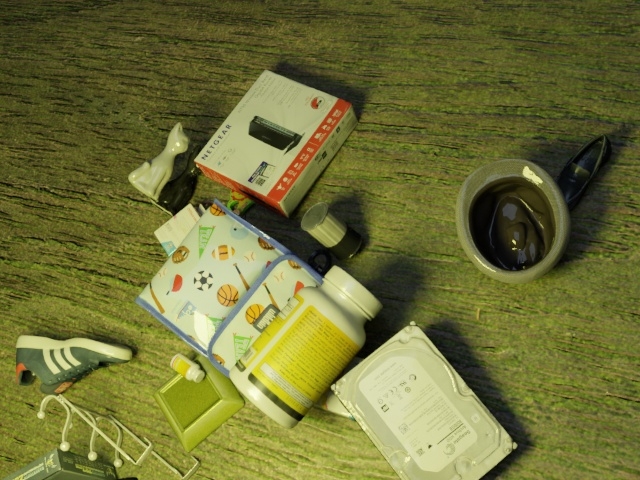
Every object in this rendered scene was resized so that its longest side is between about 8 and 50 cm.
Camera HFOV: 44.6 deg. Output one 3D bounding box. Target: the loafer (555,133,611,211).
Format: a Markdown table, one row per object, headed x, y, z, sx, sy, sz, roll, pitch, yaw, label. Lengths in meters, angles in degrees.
| x | y | z | sx | sy | sz | roll | pitch | yaw | label |
| --- | --- | --- | --- | --- | --- | --- | --- | --- | --- |
| 0.580 | -0.149 | 1.772 | 0.076 | 0.078 | 0.223 | 36 | 85 | 30 | loafer |

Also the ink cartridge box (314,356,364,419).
| x | y | z | sx | sy | sz | roll | pitch | yaw | label |
| --- | --- | --- | --- | --- | --- | --- | --- | --- | --- |
| 0.036 | 0.325 | 1.778 | 0.230 | 0.078 | 0.134 | 13 | 73 | 25 | ink cartridge box |

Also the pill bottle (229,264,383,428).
| x | y | z | sx | sy | sz | roll | pitch | yaw | label |
| --- | --- | --- | --- | --- | --- | --- | --- | --- | --- |
| -0.024 | 0.224 | 1.691 | 0.188 | 0.188 | 0.334 | 38 | 84 | 29 | pill bottle |

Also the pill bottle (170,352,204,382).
| x | y | z | sx | sy | sz | roll | pitch | yaw | label |
| --- | --- | --- | --- | --- | --- | --- | --- | --- | --- |
| -0.320 | 0.310 | 1.885 | 0.083 | 0.043 | 0.043 | 29 | 80 | 29 | pill bottle |

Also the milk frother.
| x | y | z | sx | sy | sz | roll | pitch | yaw | label |
| --- | --- | --- | --- | --- | --- | --- | --- | --- | --- |
| 0.000 | 0.000 | 1.895 | 0.143 | 0.134 | 0.129 | -56 | 31 | -11 | milk frother |

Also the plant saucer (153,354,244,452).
| x | y | z | sx | sy | sz | roll | pitch | yaw | label |
| --- | --- | --- | --- | --- | --- | --- | --- | --- | --- |
| -0.308 | 0.383 | 1.902 | 0.188 | 0.045 | 0.188 | -40 | 60 | 0 | plant saucer |

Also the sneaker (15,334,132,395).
| x | y | z | sx | sy | sz | roll | pitch | yaw | label |
| --- | --- | --- | --- | --- | --- | --- | --- | --- | --- |
| -0.640 | 0.329 | 2.013 | 0.349 | 0.131 | 0.148 | -2 | 75 | 26 | sneaker |

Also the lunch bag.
| x | y | z | sx | sy | sz | roll | pitch | yaw | label |
| --- | --- | --- | --- | --- | --- | --- | --- | --- | --- |
| -0.185 | 0.142 | 1.859 | 0.385 | 0.239 | 0.328 | 37 | 84 | 13 | lunch bag |

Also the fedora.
| x | y | z | sx | sy | sz | roll | pitch | yaw | label |
| --- | --- | --- | --- | --- | --- | --- | --- | --- | --- |
| 0.434 | -0.034 | 1.751 | 0.243 | 0.124 | 0.276 | -23 | 74 | 13 | fedora |

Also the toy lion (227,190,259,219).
| x | y | z | sx | sy | sz | roll | pitch | yaw | label |
| --- | --- | --- | --- | --- | --- | --- | --- | --- | --- |
| -0.211 | -0.113 | 2.086 | 0.100 | 0.034 | 0.096 | -46 | 54 | -2 | toy lion |

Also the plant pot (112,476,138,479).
| x | y | z | sx | sy | sz | roll | pitch | yaw | label |
| --- | --- | --- | --- | --- | --- | --- | --- | --- | --- |
| -0.514 | 0.662 | 1.793 | 0.187 | 0.167 | 0.188 | -31 | 60 | 5 | plant pot |

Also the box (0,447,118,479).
| x | y | z | sx | sy | sz | roll | pitch | yaw | label |
| --- | --- | --- | --- | --- | --- | --- | --- | --- | --- |
| -0.615 | 0.573 | 1.830 | 0.183 | 0.233 | 0.059 | -30 | 59 | 5 | box |

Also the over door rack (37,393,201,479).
| x | y | z | sx | sy | sz | roll | pitch | yaw | label |
| --- | --- | --- | --- | --- | --- | --- | --- | --- | --- |
| -0.477 | 0.477 | 1.814 | 0.324 | 0.239 | 0.108 | 17 | 73 | 26 | over door rack |

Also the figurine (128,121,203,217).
| x | y | z | sx | sy | sz | roll | pitch | yaw | label |
| --- | --- | --- | --- | --- | --- | --- | --- | --- | --- |
| -0.389 | -0.192 | 2.081 | 0.092 | 0.215 | 0.209 | 30 | 79 | 23 | figurine |

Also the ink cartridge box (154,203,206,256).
| x | y | z | sx | sy | sz | roll | pitch | yaw | label |
| --- | --- | --- | --- | --- | --- | --- | --- | --- | --- |
| -0.345 | -0.019 | 2.059 | 0.143 | 0.090 | 0.092 | -38 | 61 | 1 | ink cartridge box |

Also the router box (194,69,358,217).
| x | y | z | sx | sy | sz | roll | pitch | yaw | label |
| --- | --- | --- | --- | --- | --- | --- | --- | --- | --- |
| -0.117 | -0.261 | 2.060 | 0.301 | 0.082 | 0.336 | 26 | 73 | 28 | router box |

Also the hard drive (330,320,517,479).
| x | y | z | sx | sy | sz | roll | pitch | yaw | label |
| --- | --- | --- | --- | --- | --- | --- | --- | --- | --- |
| 0.214 | 0.372 | 1.644 | 0.236 | 0.064 | 0.339 | -37 | 74 | -6 | hard drive |
